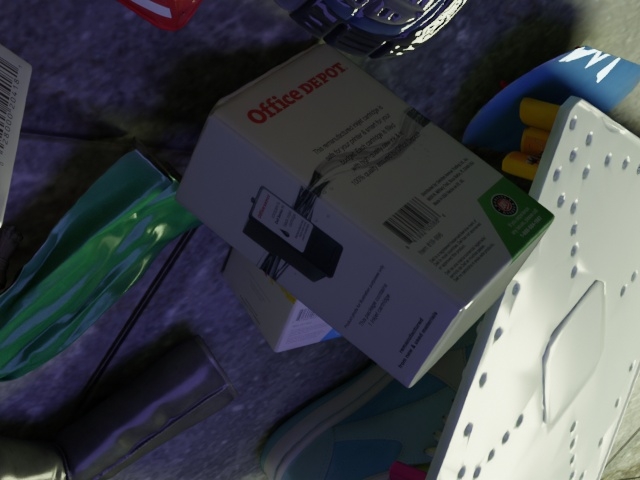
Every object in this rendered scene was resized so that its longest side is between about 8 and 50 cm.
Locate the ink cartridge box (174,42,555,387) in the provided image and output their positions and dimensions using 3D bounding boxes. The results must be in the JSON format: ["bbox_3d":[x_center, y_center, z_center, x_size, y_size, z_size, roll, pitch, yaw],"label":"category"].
[{"bbox_3d":[0.030,-0.023,0.968,0.153,0.208,0.087,-37,162,-49],"label":"ink cartridge box"}]

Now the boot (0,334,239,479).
[{"bbox_3d":[-0.174,0.148,1.159,0.208,0.076,0.190,-29,162,0],"label":"boot"}]

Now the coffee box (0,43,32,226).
[{"bbox_3d":[-0.271,-0.084,0.653,0.141,0.098,0.246,-9,153,32],"label":"coffee box"}]

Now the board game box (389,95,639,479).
[{"bbox_3d":[0.207,0.093,1.287,0.390,0.050,0.390,17,93,-60],"label":"board game box"}]

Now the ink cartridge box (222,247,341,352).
[{"bbox_3d":[0.000,0.000,1.117,0.092,0.090,0.143,-10,139,-36],"label":"ink cartridge box"}]

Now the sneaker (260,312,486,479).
[{"bbox_3d":[0.120,0.200,1.382,0.319,0.208,0.127,-37,147,1],"label":"sneaker"}]

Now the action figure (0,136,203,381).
[{"bbox_3d":[-0.188,0.030,1.000,0.232,0.063,0.137,-43,150,3],"label":"action figure"}]

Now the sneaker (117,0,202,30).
[{"bbox_3d":[-0.044,-0.195,0.847,0.221,0.087,0.128,-6,147,-22],"label":"sneaker"}]

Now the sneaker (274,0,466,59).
[{"bbox_3d":[-0.055,-0.189,0.679,0.297,0.129,0.111,27,116,-39],"label":"sneaker"}]

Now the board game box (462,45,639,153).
[{"bbox_3d":[0.185,-0.124,1.185,0.133,0.033,0.168,-37,155,30],"label":"board game box"}]
